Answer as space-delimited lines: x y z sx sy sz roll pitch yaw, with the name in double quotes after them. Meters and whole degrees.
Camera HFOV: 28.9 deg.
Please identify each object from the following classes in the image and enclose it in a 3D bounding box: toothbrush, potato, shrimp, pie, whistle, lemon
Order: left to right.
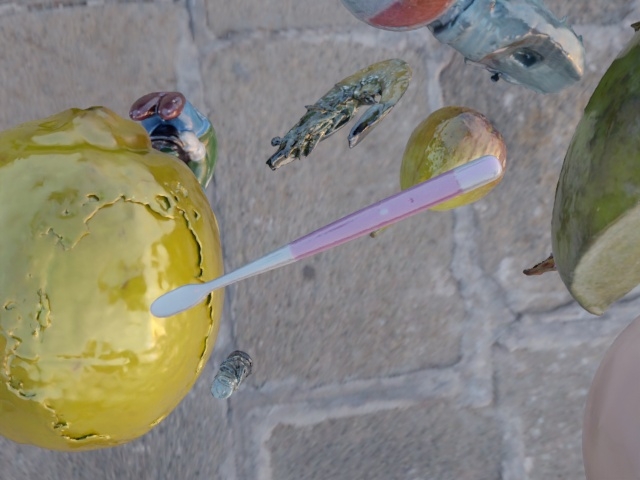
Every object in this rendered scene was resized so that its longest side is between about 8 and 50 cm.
-0.224 0.037 1.106 0.297 0.297 0.297 2 74 -7 "lemon"
0.000 0.000 0.909 0.286 0.025 0.020 -23 83 17 "toothbrush"
0.028 -0.153 1.546 0.217 0.150 0.051 -40 117 -5 "shrimp"
0.137 -0.257 1.278 0.348 0.189 0.189 39 72 -16 "whistle"
0.416 0.019 1.940 0.191 0.088 0.033 -22 111 -20 "pie"
0.278 -0.054 1.088 0.112 0.269 0.255 25 108 -21 "potato"

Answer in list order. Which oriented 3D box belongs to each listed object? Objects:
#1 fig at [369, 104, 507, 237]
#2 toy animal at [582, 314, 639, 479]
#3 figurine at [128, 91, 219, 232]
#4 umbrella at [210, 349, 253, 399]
0.171 -0.096 1.962 0.257 0.159 0.159 -45 84 -4 "fig"
0.254 0.143 0.611 0.237 0.269 0.326 -36 105 15 "toy animal"
-0.192 -0.059 1.590 0.127 0.185 0.234 6 62 11 "figurine"
-0.130 0.192 1.813 0.046 0.188 0.050 27 97 3 "umbrella"
